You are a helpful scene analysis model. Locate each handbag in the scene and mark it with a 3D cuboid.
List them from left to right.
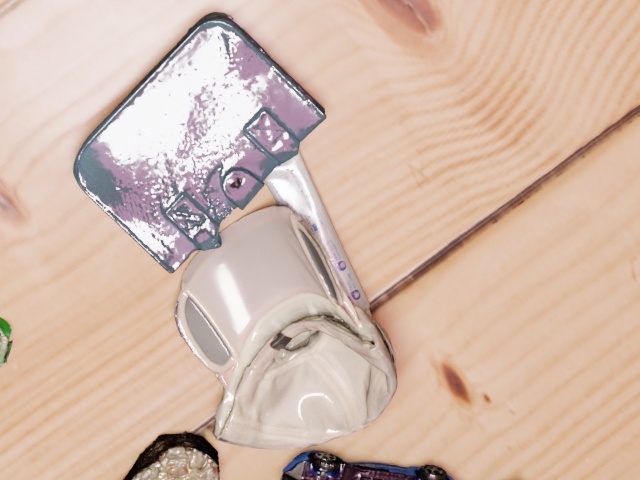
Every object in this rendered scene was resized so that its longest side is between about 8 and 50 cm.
[{"bbox_3d":[-0.121,-0.097,1.677,0.229,0.062,0.179,-44,99,4],"label":"handbag"}]

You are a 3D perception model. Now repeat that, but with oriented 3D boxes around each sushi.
[{"bbox_3d":[-0.170,0.273,1.757,0.090,0.078,0.150,39,97,-14],"label":"sushi"}]

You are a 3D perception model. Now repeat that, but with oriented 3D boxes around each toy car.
[{"bbox_3d":[0.055,0.281,1.796,0.216,0.063,0.103,9,102,-15],"label":"toy car"}]

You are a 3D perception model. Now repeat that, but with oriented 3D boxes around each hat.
[{"bbox_3d":[-0.030,0.088,1.732,0.219,0.164,0.226,-27,66,26],"label":"hat"}]

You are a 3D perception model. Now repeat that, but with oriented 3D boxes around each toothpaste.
[{"bbox_3d":[0.000,0.000,1.740,0.052,0.033,0.218,-26,102,4],"label":"toothpaste"}]

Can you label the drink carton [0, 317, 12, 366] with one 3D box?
[{"bbox_3d":[-0.407,0.140,1.668,0.146,0.144,0.142,25,105,-12],"label":"drink carton"}]
